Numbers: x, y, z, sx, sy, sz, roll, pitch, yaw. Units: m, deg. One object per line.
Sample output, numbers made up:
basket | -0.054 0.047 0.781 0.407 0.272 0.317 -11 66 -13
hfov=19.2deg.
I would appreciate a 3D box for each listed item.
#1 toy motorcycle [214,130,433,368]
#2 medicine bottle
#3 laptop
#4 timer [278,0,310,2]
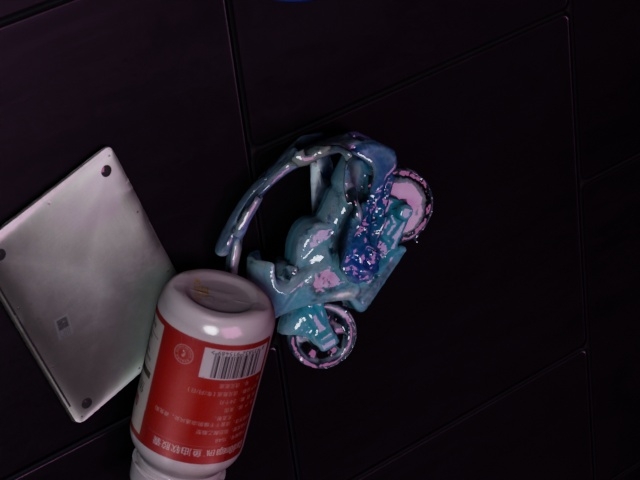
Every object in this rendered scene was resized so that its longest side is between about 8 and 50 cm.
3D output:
toy motorcycle | 0.000 0.000 2.133 0.206 0.154 0.260 32 91 -21
medicine bottle | -0.135 0.164 2.076 0.131 0.131 0.250 -7 124 -39
laptop | -0.243 0.051 2.023 0.188 0.015 0.269 -41 131 -21
timer | 0.001 -0.456 1.874 0.383 0.270 0.270 -57 136 -25
